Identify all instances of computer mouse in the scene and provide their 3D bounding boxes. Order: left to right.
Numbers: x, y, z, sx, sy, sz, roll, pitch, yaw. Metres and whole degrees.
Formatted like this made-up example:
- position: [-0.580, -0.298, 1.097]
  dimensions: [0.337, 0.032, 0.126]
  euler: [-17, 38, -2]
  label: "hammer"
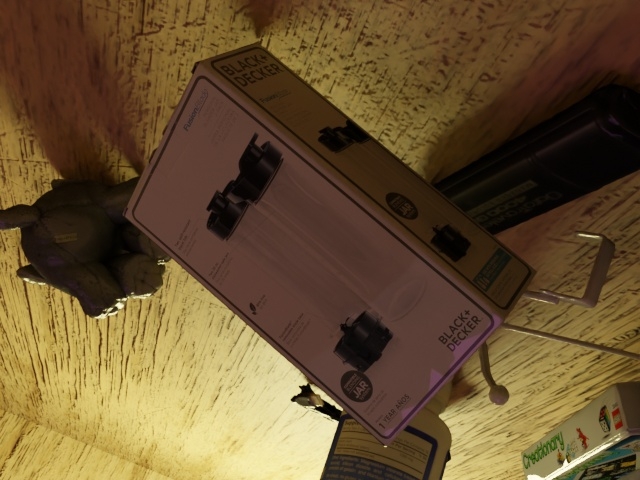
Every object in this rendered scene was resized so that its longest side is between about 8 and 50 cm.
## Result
- position: [0.074, 0.260, 1.350]
  dimensions: [0.184, 0.060, 0.262]
  euler: [32, 164, -29]
  label: "computer mouse"

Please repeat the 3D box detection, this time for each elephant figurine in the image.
- position: [-0.270, 0.010, 1.041]
  dimensions: [0.186, 0.169, 0.239]
  euler: [61, 159, -11]
  label: "elephant figurine"

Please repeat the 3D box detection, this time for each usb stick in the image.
- position: [0.159, -0.047, 0.719]
  dimensions: [0.077, 0.045, 0.278]
  euler: [22, 155, -20]
  label: "usb stick"

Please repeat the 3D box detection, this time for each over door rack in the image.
- position: [0.159, 0.084, 0.842]
  dimensions: [0.324, 0.108, 0.239]
  euler: [-4, 158, 41]
  label: "over door rack"

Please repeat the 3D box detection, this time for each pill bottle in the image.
- position: [0.083, 0.294, 1.158]
  dimensions: [0.152, 0.272, 0.152]
  euler: [16, 153, 9]
  label: "pill bottle"

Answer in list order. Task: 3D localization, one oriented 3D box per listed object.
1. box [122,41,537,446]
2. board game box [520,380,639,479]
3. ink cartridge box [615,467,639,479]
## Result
- position: [0.000, 0.000, 0.702]
  dimensions: [0.290, 0.087, 0.169]
  euler: [39, 125, 9]
  label: "box"
- position: [0.359, 0.216, 0.975]
  dimensions: [0.192, 0.053, 0.305]
  euler: [-2, 155, -8]
  label: "board game box"
- position: [0.437, 0.247, 0.959]
  dimensions: [0.232, 0.066, 0.189]
  euler: [-38, 145, 17]
  label: "ink cartridge box"
